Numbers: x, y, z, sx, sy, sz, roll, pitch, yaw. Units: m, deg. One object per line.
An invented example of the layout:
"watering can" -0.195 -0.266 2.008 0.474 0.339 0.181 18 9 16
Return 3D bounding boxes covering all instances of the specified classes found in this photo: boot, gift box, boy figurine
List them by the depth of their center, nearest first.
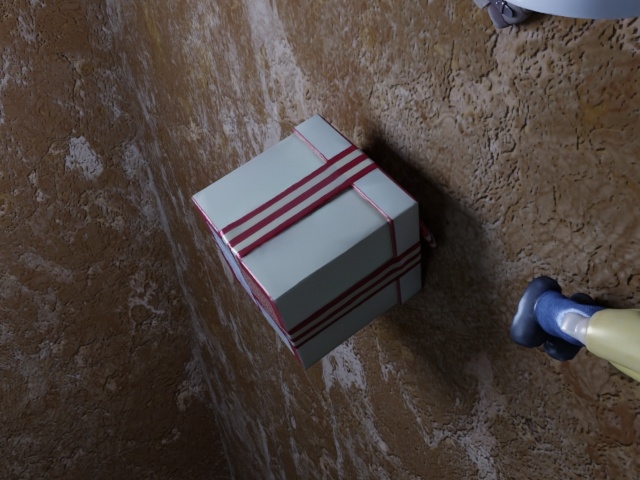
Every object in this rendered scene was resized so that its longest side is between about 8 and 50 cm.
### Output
"boy figurine" 0.304 0.110 0.526 0.092 0.177 0.285 -66 23 3
"boot" 0.178 -0.274 0.593 0.118 0.042 0.087 66 155 4
"gift box" 0.000 0.000 0.891 0.255 0.258 0.276 49 167 28

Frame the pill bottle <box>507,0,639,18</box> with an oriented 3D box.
"pill bottle" 0.200 -0.319 0.370 0.181 0.182 0.322 42 143 40
